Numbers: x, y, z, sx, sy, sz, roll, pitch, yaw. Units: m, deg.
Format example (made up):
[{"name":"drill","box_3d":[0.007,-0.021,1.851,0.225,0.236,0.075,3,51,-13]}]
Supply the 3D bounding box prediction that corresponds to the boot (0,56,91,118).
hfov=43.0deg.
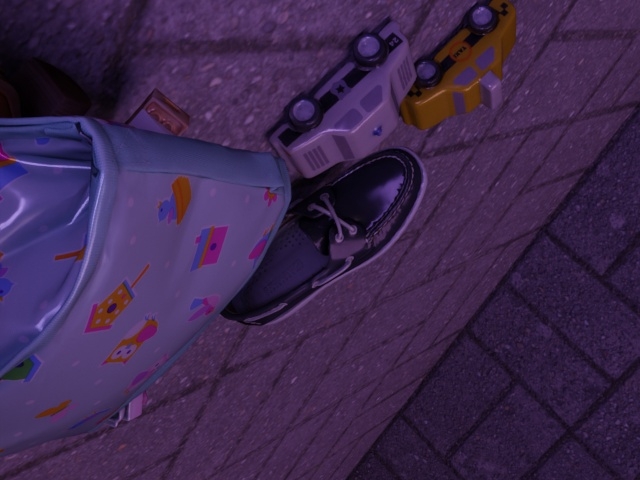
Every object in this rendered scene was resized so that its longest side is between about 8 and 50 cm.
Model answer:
[{"name":"boot","box_3d":[-0.246,-0.061,0.497,0.152,0.073,0.197,-44,156,9]}]

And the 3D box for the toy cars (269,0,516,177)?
[{"name":"toy cars","box_3d":[0.115,-0.168,0.930,0.393,0.087,0.177,-26,152,-40]}]

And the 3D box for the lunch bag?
[{"name":"lunch bag","box_3d":[-0.158,0.018,0.508,0.262,0.160,0.223,-39,165,18]}]

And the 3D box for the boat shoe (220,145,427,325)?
[{"name":"boat shoe","box_3d":[0.000,0.000,0.972,0.302,0.114,0.091,-46,163,12]}]

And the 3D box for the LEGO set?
[{"name":"LEGO set","box_3d":[-0.182,0.005,0.690,0.107,0.132,0.287,-32,137,-72]}]
